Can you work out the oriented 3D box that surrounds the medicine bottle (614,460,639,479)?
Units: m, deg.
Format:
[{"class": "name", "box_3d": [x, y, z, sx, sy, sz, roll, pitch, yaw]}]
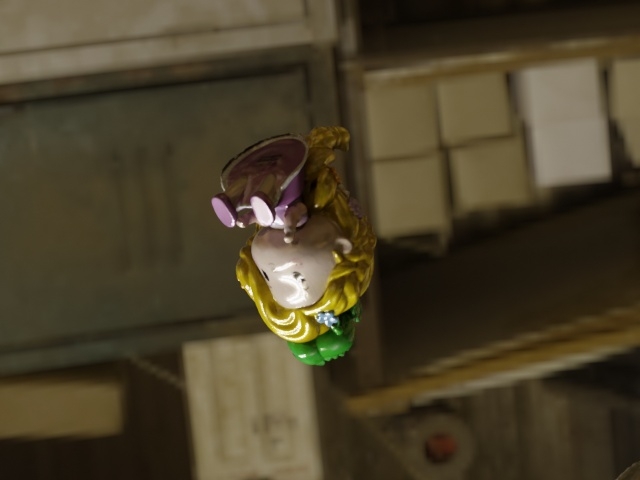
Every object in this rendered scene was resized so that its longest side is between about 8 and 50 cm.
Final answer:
[{"class": "medicine bottle", "box_3d": [0.225, 0.338, 1.411, 0.224, 0.384, 0.224, 9, -136, -9]}]

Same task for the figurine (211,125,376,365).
[{"class": "figurine", "box_3d": [0.000, 0.000, 1.306, 0.095, 0.156, 0.115, 6, -139, 46]}]
